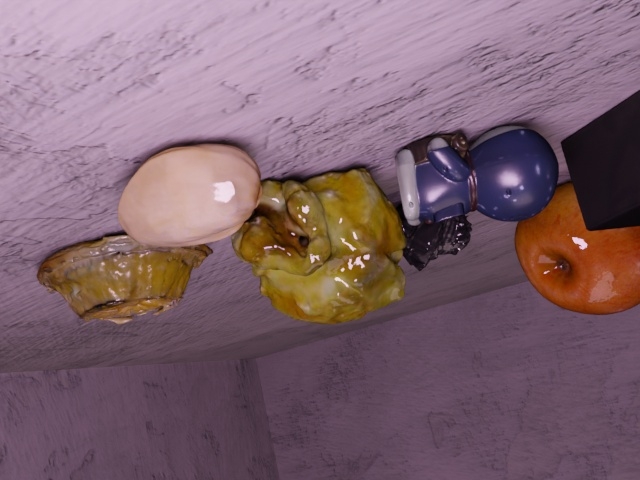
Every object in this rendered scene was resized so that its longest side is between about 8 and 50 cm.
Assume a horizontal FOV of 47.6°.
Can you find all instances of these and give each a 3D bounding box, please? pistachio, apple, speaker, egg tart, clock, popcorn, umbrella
[{"bbox_3d":[-0.169,-0.065,0.944,0.200,0.117,0.145,-10,130,20],"label":"pistachio"},{"bbox_3d":[0.566,0.016,1.541,0.275,0.299,0.299,-17,170,-33],"label":"apple"},{"bbox_3d":[0.583,-0.133,1.202,0.253,0.184,0.232,-5,164,-23],"label":"speaker"},{"bbox_3d":[-0.344,0.074,1.307,0.314,0.120,0.315,-13,167,-3],"label":"egg tart"},{"bbox_3d":[0.245,-0.096,1.134,0.243,0.147,0.199,-7,163,9],"label":"clock"},{"bbox_3d":[0.000,-0.001,1.147,0.276,0.277,0.225,-4,-160,-32],"label":"popcorn"},{"bbox_3d":[0.117,-0.001,1.378,0.336,0.154,0.128,-11,126,-11],"label":"umbrella"}]
